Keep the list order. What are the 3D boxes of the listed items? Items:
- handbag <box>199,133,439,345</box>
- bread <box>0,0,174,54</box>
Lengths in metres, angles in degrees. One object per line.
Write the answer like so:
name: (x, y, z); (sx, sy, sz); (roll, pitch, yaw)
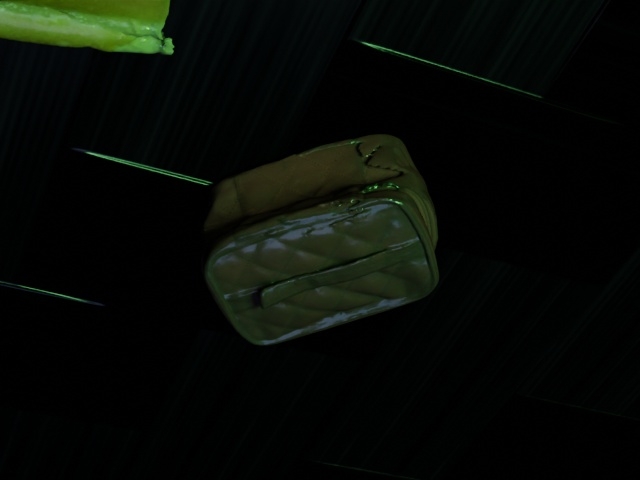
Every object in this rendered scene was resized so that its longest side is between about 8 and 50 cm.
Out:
handbag: (0.000, 0.000, 1.070); (0.225, 0.135, 0.146); (-15, 129, 10)
bread: (-0.210, -0.262, 0.808); (0.246, 0.111, 0.239); (8, 134, -14)
